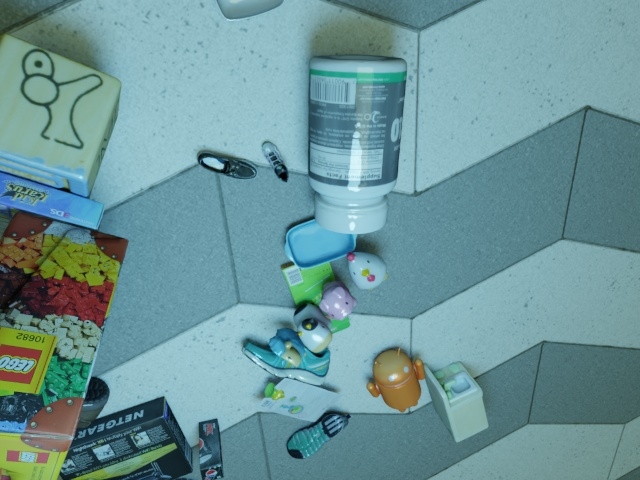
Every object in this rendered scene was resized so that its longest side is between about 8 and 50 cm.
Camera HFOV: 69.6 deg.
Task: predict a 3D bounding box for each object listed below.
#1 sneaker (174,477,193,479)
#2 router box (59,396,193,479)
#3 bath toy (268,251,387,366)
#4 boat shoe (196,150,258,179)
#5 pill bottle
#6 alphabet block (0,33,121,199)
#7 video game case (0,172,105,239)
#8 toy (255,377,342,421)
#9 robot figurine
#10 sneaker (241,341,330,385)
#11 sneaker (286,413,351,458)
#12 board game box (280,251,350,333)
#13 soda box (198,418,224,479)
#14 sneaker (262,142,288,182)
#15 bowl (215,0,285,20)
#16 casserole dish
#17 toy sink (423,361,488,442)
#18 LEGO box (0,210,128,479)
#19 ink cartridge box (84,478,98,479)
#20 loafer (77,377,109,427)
[{"bbox_3d":[-0.481,0.800,1.405,0.279,0.107,0.118,12,126,-15],"label":"sneaker"},{"bbox_3d":[-0.544,0.594,1.283,0.309,0.081,0.242,-17,118,-8],"label":"router box"},{"bbox_3d":[0.024,0.161,1.166,0.348,0.151,0.129,-46,134,6],"label":"bath toy"},{"bbox_3d":[-0.209,-0.164,1.045,0.142,0.040,0.049,12,110,-21],"label":"boat shoe"},{"bbox_3d":[0.073,-0.211,1.014,0.205,0.204,0.360,-5,116,-14],"label":"pill bottle"},{"bbox_3d":[-0.483,-0.202,0.820,0.193,0.193,0.197,19,74,-24],"label":"alphabet block"},{"bbox_3d":[-0.578,-0.046,0.897,0.270,0.244,0.061,19,64,-24],"label":"video game case"},{"bbox_3d":[-0.065,0.461,1.370,0.237,0.056,0.137,28,112,-38],"label":"toy"},{"bbox_3d":[0.231,0.426,1.405,0.158,0.128,0.219,-4,123,29],"label":"robot figurine"},{"bbox_3d":[-0.093,0.321,1.294,0.276,0.107,0.109,21,88,-29],"label":"sneaker"},{"bbox_3d":[-0.001,0.620,1.461,0.224,0.083,0.098,-35,155,19],"label":"sneaker"},{"bbox_3d":[-0.008,0.157,1.260,0.124,0.039,0.259,-22,116,-5],"label":"board game box"},{"bbox_3d":[-0.310,0.587,1.298,0.060,0.169,0.053,-8,116,-13],"label":"soda box"},{"bbox_3d":[-0.098,-0.176,1.056,0.038,0.069,0.098,-33,119,0],"label":"sneaker"},{"bbox_3d":[-0.147,-0.510,0.893,0.142,0.053,0.142,-19,118,-7],"label":"bowl"},{"bbox_3d":[0.000,0.000,1.170,0.189,0.037,0.114,-19,95,-6],"label":"casserole dish"},{"bbox_3d":[0.437,0.498,1.487,0.131,0.152,0.234,-24,118,-4],"label":"toy sink"},{"bbox_3d":[-0.541,0.254,0.859,0.193,0.372,0.500,17,135,-23],"label":"LEGO box"},{"bbox_3d":[-0.603,0.733,1.265,0.233,0.066,0.188,0,116,-32],"label":"ink cartridge box"},{"bbox_3d":[-0.717,0.415,1.116,0.366,0.133,0.130,9,111,-20],"label":"loafer"}]
